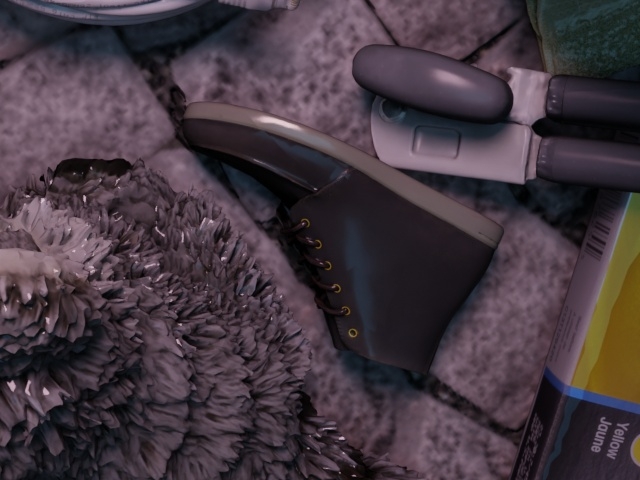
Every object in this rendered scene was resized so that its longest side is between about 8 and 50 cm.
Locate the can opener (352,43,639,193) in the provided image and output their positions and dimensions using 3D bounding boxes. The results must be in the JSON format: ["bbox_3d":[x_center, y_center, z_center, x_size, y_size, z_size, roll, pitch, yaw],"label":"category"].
[{"bbox_3d":[0.155,-0.066,0.751,0.280,0.093,0.074,9,92,17],"label":"can opener"}]

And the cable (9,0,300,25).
[{"bbox_3d":[-0.127,-0.256,0.720,0.257,0.089,0.257,-4,101,-5],"label":"cable"}]

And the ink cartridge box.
[{"bbox_3d":[0.311,0.091,0.845,0.307,0.072,0.304,14,98,-6],"label":"ink cartridge box"}]

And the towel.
[{"bbox_3d":[0.205,-0.165,0.798,0.148,0.027,0.110,-18,109,-3],"label":"towel"}]

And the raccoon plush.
[{"bbox_3d":[-0.064,0.100,0.688,0.446,0.299,0.216,22,98,-10],"label":"raccoon plush"}]

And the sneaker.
[{"bbox_3d":[0.000,0.000,0.778,0.222,0.083,0.118,25,88,-11],"label":"sneaker"}]
